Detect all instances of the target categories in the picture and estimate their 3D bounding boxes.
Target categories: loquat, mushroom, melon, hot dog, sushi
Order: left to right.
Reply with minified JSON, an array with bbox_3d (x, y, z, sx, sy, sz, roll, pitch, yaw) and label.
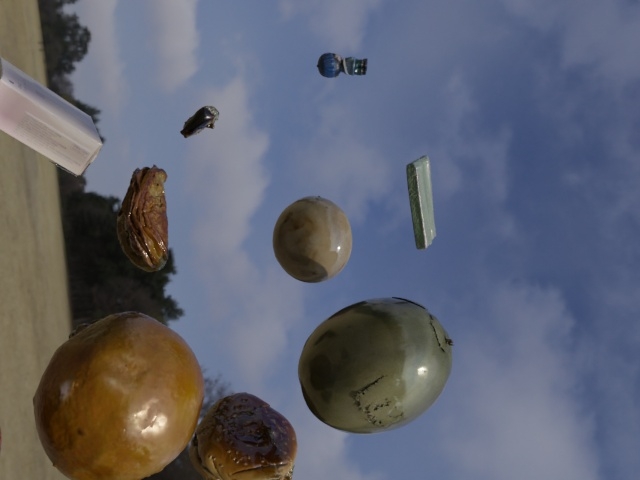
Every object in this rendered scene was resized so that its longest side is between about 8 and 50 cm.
[{"bbox_3d":[-0.380,0.302,1.298,0.328,0.328,0.329,171,-90,-68],"label":"loquat"},{"bbox_3d":[-0.420,-0.050,1.607,0.175,0.114,0.259,129,-39,-50],"label":"hot dog"},{"bbox_3d":[-0.236,-0.227,1.330,0.044,0.083,0.046,51,24,-8],"label":"sushi"},{"bbox_3d":[0.000,0.000,1.631,0.207,0.215,0.208,-3,-95,36],"label":"mushroom"},{"bbox_3d":[0.115,0.252,1.377,0.268,0.330,0.269,54,22,-35],"label":"melon"}]

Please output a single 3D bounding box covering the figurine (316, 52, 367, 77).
[{"bbox_3d":[0.059,-0.477,1.882,0.077,0.136,0.079,90,18,-45],"label":"figurine"}]

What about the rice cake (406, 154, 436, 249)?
[{"bbox_3d":[0.248,-0.092,1.664,0.042,0.080,0.222,3,-68,32],"label":"rice cake"}]

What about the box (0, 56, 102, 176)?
[{"bbox_3d":[-0.627,-0.275,1.514,0.106,0.251,0.203,-50,-144,8],"label":"box"}]

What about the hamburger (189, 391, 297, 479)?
[{"bbox_3d":[-0.173,0.483,1.582,0.286,0.243,0.146,60,-43,46],"label":"hamburger"}]
